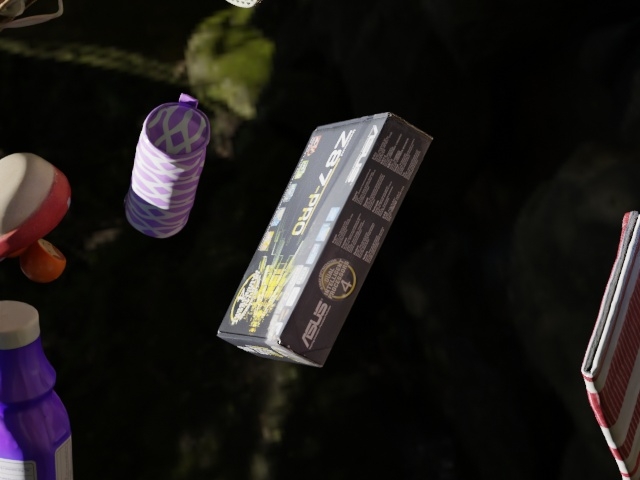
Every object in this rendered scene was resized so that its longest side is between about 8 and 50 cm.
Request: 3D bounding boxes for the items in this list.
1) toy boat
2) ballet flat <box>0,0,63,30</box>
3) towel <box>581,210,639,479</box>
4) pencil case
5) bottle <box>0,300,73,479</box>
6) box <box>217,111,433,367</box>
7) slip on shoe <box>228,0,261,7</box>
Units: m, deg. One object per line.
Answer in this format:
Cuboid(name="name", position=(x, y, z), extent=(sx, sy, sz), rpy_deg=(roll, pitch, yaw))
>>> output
Cuboid(name="toy boat", position=(-0.389, -0.001, 2.015), extent=(0.231, 0.151, 0.151), rpy_deg=(-36, 29, 37))
Cuboid(name="ballet flat", position=(-0.252, -0.256, 1.537), extent=(0.067, 0.206, 0.073), rpy_deg=(63, -175, 2))
Cuboid(name="towel", position=(0.380, 0.146, 1.915), extent=(0.237, 0.037, 0.329), rpy_deg=(-68, -31, -27))
Cuboid(name="pencil case", position=(-0.184, -0.084, 1.916), extent=(0.088, 0.086, 0.206), rpy_deg=(-61, -2, -32))
Cuboid(name="bottle", position=(-0.309, 0.199, 1.581), extent=(0.092, 0.118, 0.283), rpy_deg=(-44, -39, -57))
Cuboid(name="box", position=(0.000, 0.000, 2.481), extent=(0.395, 0.097, 0.318), rpy_deg=(-64, 20, -9))
Cuboid(name="slip on shoe", position=(-0.143, -0.446, 1.958), extent=(0.331, 0.101, 0.123), rpy_deg=(63, 150, -1))
